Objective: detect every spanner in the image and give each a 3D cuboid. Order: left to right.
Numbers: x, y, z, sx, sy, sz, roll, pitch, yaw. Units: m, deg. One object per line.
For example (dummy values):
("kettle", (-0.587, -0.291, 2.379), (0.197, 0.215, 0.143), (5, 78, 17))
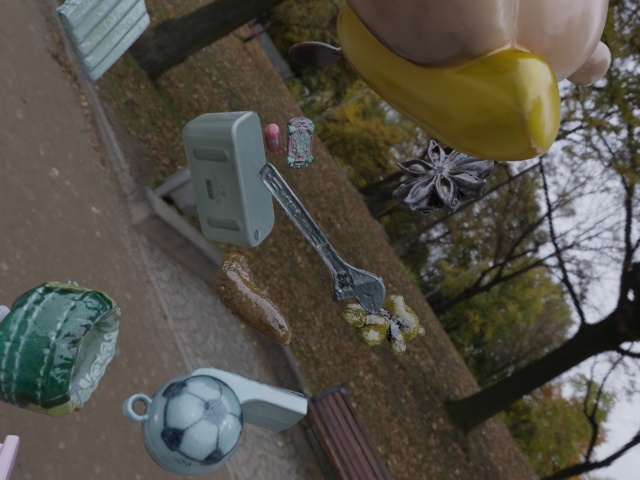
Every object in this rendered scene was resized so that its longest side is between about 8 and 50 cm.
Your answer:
("spanner", (0.000, 0.000, 1.029), (0.325, 0.093, 0.026), (53, 6, -3))

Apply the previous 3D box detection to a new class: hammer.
("hammer", (-0.119, -0.257, 1.503), (0.043, 0.043, 0.083), (60, -13, 28))

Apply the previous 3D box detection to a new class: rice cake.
("rice cake", (-0.404, -0.427, 1.134), (0.037, 0.198, 0.189), (24, -31, 14))

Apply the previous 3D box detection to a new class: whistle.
("whistle", (-0.162, 0.287, 0.914), (0.290, 0.163, 0.163), (23, 17, -24))

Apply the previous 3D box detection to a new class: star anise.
("star anise", (0.290, -0.137, 1.411), (0.109, 0.236, 0.223), (60, 44, -43))

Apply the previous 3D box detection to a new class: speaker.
("speaker", (-0.278, -0.186, 1.820), (0.183, 0.184, 0.406), (-52, 142, -53))

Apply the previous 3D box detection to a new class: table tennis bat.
("table tennis bat", (0.010, -0.352, 1.272), (0.107, 0.170, 0.119), (21, 72, -67))

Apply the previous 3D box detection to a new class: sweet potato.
("sweet potato", (-0.182, 0.116, 1.350), (0.114, 0.092, 0.341), (8, 26, -36))

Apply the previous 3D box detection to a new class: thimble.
("thimble", (-0.533, 0.212, 1.221), (0.288, 0.167, 0.254), (-75, 180, -58))

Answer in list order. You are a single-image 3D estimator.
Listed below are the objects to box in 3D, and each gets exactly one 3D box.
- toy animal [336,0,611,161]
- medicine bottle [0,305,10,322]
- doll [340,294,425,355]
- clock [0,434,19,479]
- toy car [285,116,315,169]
("toy animal", (0.146, -0.269, 0.610), (0.345, 0.247, 0.277), (51, -8, -27))
("medicine bottle", (-0.876, 0.205, 1.562), (0.118, 0.074, 0.055), (-23, 122, -79))
("doll", (0.116, 0.147, 1.106), (0.137, 0.097, 0.209), (32, 12, 24))
("clock", (-0.535, 0.286, 0.700), (0.275, 0.290, 0.080), (27, 37, -26))
("toy car", (-0.056, -0.251, 1.527), (0.055, 0.069, 0.142), (-123, -147, -55))
